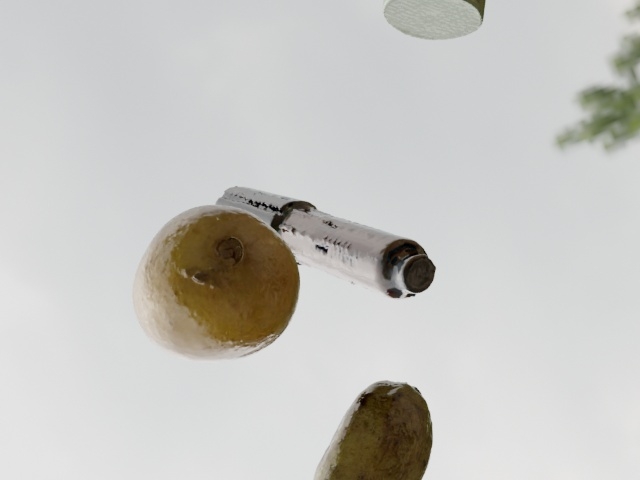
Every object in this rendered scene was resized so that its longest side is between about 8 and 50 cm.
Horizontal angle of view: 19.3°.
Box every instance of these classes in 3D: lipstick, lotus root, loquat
[{"bbox_3d":[0.000,0.000,2.144,0.077,0.418,0.077,-7,-77,-30],"label":"lipstick"},{"bbox_3d":[0.052,0.255,2.027,0.110,0.097,0.258,32,-120,-8],"label":"lotus root"},{"bbox_3d":[-0.089,0.037,1.561,0.141,0.141,0.141,37,-138,-42],"label":"loquat"}]

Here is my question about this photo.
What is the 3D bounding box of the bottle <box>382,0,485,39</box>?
[{"bbox_3d":[0.088,-0.242,1.298,0.072,0.072,0.201,32,-122,-46],"label":"bottle"}]
